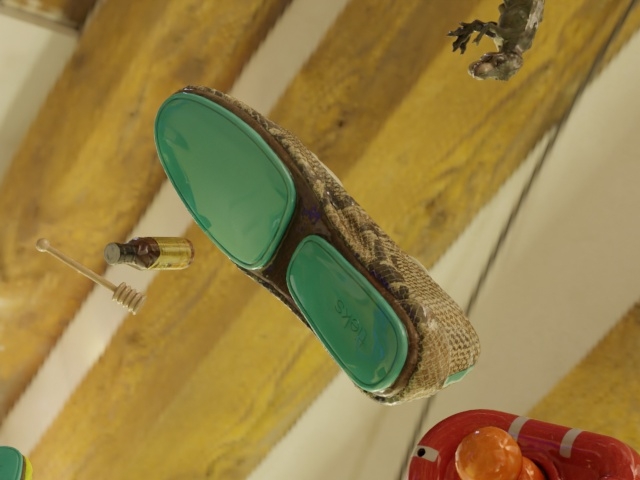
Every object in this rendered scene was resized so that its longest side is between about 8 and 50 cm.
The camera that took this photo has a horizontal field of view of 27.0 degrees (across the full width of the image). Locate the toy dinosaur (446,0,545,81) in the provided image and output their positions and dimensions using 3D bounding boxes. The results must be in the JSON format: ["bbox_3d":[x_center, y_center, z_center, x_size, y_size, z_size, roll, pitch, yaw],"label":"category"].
[{"bbox_3d":[0.208,-0.264,1.493,0.118,0.064,0.268,4,-125,40],"label":"toy dinosaur"}]

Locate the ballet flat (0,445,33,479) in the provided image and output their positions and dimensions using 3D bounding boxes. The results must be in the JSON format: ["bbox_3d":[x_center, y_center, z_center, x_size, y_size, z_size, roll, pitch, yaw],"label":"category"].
[{"bbox_3d":[-0.307,0.288,1.202,0.231,0.077,0.077,-81,176,-54],"label":"ballet flat"}]

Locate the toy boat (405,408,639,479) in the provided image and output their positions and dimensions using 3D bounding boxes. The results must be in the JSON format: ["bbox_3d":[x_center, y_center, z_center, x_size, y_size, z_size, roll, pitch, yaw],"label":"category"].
[{"bbox_3d":[0.172,0.218,1.209,0.231,0.151,0.151,7,-119,44],"label":"toy boat"}]

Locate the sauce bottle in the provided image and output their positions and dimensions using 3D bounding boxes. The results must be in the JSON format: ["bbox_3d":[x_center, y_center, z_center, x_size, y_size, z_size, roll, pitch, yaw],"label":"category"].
[{"bbox_3d":[-0.203,0.016,1.573,0.042,0.128,0.042,0,-90,37],"label":"sauce bottle"}]

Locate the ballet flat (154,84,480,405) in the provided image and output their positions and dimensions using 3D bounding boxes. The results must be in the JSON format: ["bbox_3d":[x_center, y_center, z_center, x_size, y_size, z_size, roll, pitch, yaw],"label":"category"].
[{"bbox_3d":[0.000,0.000,1.503,0.483,0.182,0.164,46,-60,30],"label":"ballet flat"}]

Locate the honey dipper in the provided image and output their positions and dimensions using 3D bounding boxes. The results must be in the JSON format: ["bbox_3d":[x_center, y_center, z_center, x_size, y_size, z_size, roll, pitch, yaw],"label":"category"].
[{"bbox_3d":[-0.300,0.042,1.733,0.030,0.161,0.030,-57,177,-5],"label":"honey dipper"}]
